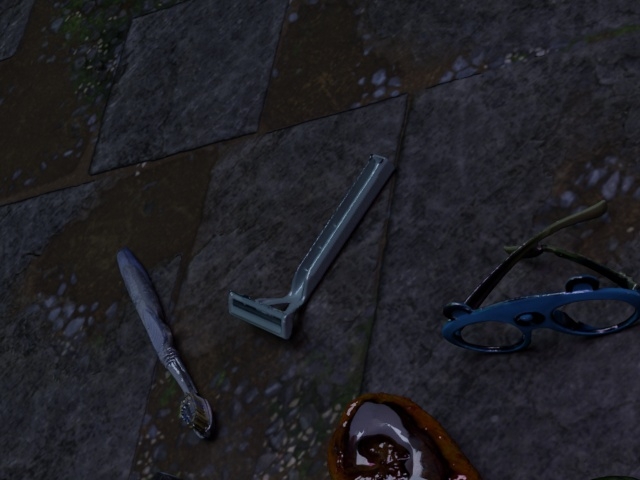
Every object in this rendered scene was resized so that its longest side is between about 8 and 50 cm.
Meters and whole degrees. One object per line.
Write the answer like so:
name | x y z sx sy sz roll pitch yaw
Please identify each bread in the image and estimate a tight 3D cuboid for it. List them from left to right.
bread | 0.108 0.263 1.827 0.269 0.095 0.139 34 83 35

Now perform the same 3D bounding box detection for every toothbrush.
toothbrush | -0.210 0.125 2.238 0.035 0.042 0.413 -40 38 6

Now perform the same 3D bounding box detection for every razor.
razor | 0.006 0.006 2.155 0.111 0.056 0.278 21 64 45

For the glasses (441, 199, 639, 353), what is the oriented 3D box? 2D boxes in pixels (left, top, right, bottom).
glasses | 0.262 0.050 1.896 0.239 0.102 0.207 -13 22 33

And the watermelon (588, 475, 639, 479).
watermelon | 0.286 0.310 1.594 0.140 0.141 0.187 -32 46 14

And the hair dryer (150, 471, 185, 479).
hair dryer | -0.143 0.377 1.961 0.219 0.075 0.195 7 71 34
